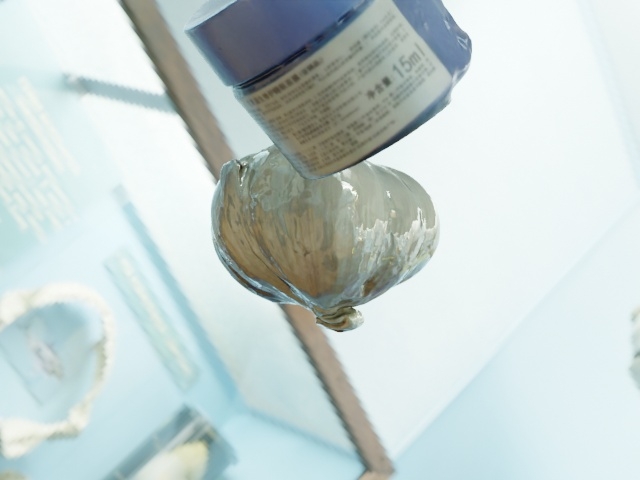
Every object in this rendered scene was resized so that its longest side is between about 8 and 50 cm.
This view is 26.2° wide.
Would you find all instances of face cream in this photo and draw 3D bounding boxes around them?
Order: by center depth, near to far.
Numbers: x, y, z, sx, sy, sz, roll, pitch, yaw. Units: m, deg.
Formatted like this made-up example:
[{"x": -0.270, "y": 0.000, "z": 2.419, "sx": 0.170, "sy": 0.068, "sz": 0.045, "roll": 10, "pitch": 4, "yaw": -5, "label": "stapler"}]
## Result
[{"x": 0.012, "y": -0.217, "z": 1.499, "sx": 0.225, "sy": 0.249, "sz": 0.249, "roll": 53, "pitch": -26, "yaw": -16, "label": "face cream"}]

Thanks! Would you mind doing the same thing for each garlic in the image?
[{"x": 0.001, "y": -0.016, "z": 1.877, "sx": 0.322, "sy": 0.241, "sz": 0.322, "roll": 27, "pitch": -5, "yaw": 2, "label": "garlic"}]
